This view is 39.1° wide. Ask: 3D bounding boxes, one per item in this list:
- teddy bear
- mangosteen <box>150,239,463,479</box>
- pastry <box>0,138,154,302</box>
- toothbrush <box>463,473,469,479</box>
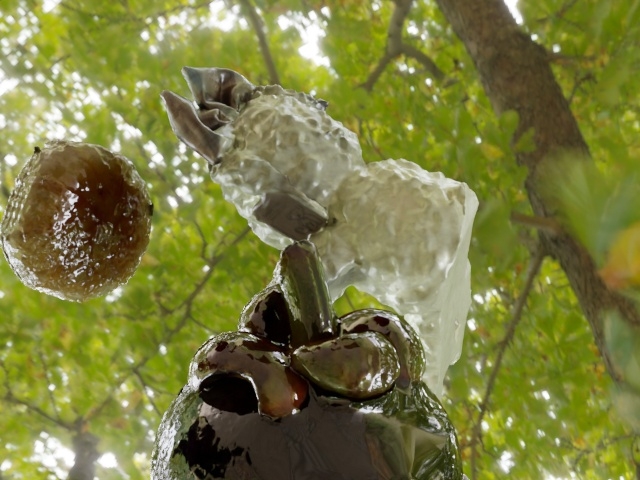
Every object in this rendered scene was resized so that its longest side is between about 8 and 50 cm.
[{"bbox_3d":[0.000,0.000,1.081,0.362,0.375,0.327,13,-139,16],"label":"teddy bear"},{"bbox_3d":[-0.004,0.118,0.555,0.194,0.194,0.230,16,-77,31],"label":"mangosteen"},{"bbox_3d":[-0.289,-0.021,1.095,0.093,0.182,0.192,12,-98,40],"label":"pastry"},{"bbox_3d":[0.164,0.297,0.846,0.014,0.017,0.162,-29,-106,27],"label":"toothbrush"}]
